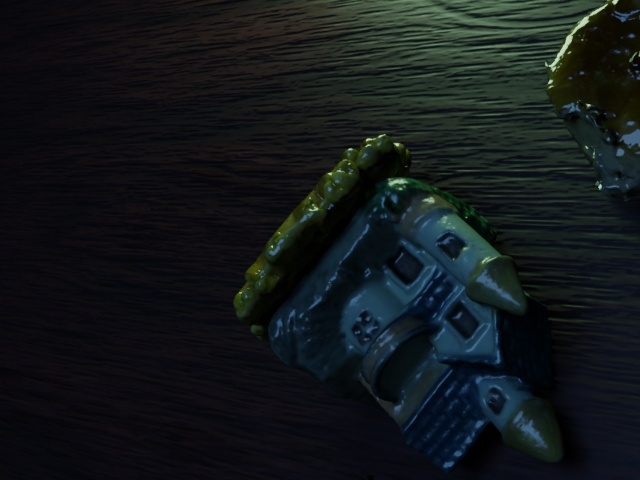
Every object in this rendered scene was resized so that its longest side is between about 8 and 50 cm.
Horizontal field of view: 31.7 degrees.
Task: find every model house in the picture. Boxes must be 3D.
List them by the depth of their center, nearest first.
[{"bbox_3d":[0.142,0.124,1.240,0.267,0.194,0.325,-52,48,10],"label":"model house"}]

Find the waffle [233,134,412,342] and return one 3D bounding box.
[{"bbox_3d":[0.006,-0.008,1.367,0.058,0.281,0.300,40,85,13],"label":"waffle"}]

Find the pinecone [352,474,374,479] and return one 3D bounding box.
[{"bbox_3d":[0.053,0.329,1.295,0.109,0.102,0.102,44,104,10],"label":"pinecone"}]

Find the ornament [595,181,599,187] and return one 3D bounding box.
[{"bbox_3d":[0.329,-0.090,1.269,0.092,0.041,0.068,24,94,36],"label":"ornament"}]

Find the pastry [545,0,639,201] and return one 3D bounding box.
[{"bbox_3d":[0.365,-0.170,1.189,0.236,0.121,0.257,-29,58,12],"label":"pastry"}]
